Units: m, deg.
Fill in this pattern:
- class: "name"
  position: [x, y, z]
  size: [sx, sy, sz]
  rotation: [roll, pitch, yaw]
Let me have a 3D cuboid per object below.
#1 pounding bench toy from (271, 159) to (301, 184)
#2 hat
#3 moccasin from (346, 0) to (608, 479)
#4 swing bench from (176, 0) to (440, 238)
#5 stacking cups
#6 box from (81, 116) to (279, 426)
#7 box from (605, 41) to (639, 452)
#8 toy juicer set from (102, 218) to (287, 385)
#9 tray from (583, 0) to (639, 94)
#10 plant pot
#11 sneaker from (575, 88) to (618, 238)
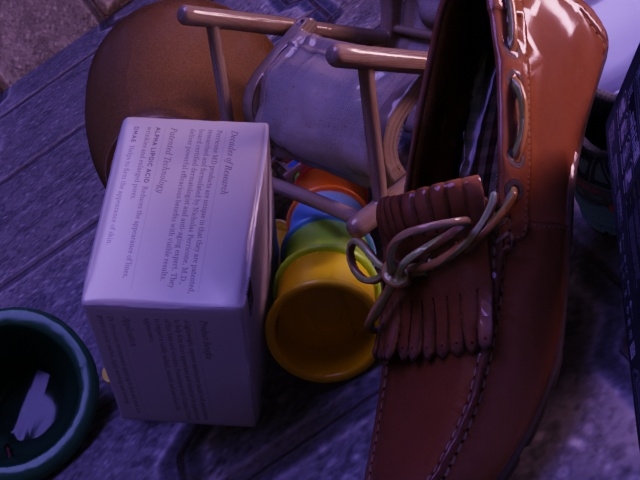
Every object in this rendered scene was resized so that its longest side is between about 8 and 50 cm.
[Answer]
- class: "pounding bench toy"
  position: [-0.020, -0.081, 1.194]
  size: [0.052, 0.083, 0.065]
  rotation: [-37, 24, -3]
- class: "hat"
  position: [-0.296, 0.174, 1.167]
  size: [0.208, 0.183, 0.173]
  rotation: [36, 77, 21]
- class: "moccasin"
  position: [0.090, -0.007, 0.741]
  size: [0.139, 0.147, 0.380]
  rotation: [0, 71, 58]
- class: "swing bench"
  position: [0.051, -0.141, 1.014]
  size: [0.254, 0.165, 0.253]
  rotation: [-21, 26, -29]
- class: "stacking cups"
  position: [0.000, 0.000, 1.018]
  size: [0.096, 0.096, 0.316]
  rotation: [-29, 24, 13]
- class: "box"
  position: [-0.102, 0.027, 0.908]
  size: [0.119, 0.181, 0.182]
  rotation: [3, 54, 3]
- class: "box"
  position: [0.210, -0.022, 0.607]
  size: [0.059, 0.183, 0.233]
  rotation: [2, 59, 0]
- class: "toy juicer set"
  position: [-0.122, 0.023, 1.135]
  size: [0.209, 0.089, 0.329]
  rotation: [-34, 24, 5]
- class: "tray"
  position: [0.264, -0.186, 1.042]
  size: [0.270, 0.030, 0.145]
  rotation: [-30, 50, 12]
- class: "plant pot"
  position: [-0.151, -0.116, 1.212]
  size: [0.237, 0.237, 0.254]
  rotation: [-30, 20, 11]
- class: "sneaker"
  position: [0.262, -0.068, 0.764]
  size: [0.262, 0.125, 0.104]
  rotation: [-6, 39, 47]
